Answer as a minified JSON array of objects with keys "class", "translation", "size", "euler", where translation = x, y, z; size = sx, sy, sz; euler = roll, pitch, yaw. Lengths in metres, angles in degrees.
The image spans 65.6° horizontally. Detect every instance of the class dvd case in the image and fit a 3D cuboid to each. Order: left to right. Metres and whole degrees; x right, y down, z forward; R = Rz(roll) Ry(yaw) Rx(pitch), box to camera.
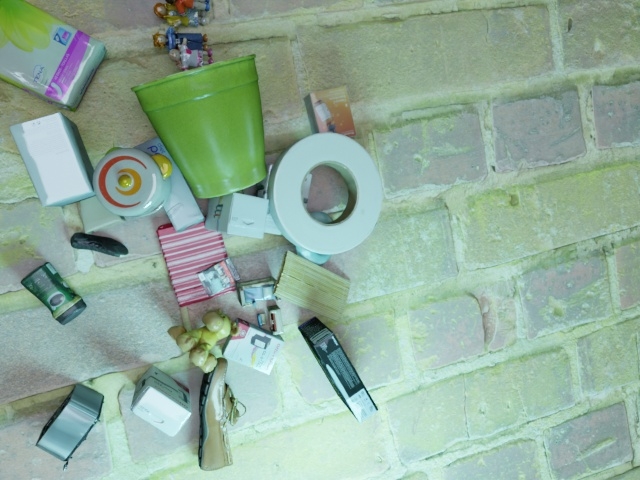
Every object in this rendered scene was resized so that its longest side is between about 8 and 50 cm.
[{"class":"dvd case","translation":[-0.333,0.120,1.633],"size":[0.119,0.013,0.087],"euler":[-30,103,-15]}]

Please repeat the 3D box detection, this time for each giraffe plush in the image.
[{"class":"giraffe plush","translation":[-0.354,0.300,1.583],"size":[0.170,0.210,0.181],"euler":[-43,79,-14]}]

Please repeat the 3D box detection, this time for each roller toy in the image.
[{"class":"roller toy","translation":[-0.532,-0.163,1.415],"size":[0.209,0.146,0.191],"euler":[11,92,-3]}]

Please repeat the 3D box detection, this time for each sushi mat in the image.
[{"class":"sushi mat","translation":[-0.021,0.160,1.673],"size":[0.316,0.019,0.152],"euler":[29,72,-38]}]

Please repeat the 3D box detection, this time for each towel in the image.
[{"class":"towel","translation":[-0.403,0.063,1.627],"size":[0.198,0.031,0.275],"euler":[-16,100,-16]}]

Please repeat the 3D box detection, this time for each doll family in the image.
[{"class":"doll family","translation":[-0.434,-0.646,1.535],"size":[0.163,0.118,0.263],"euler":[-7,100,-32]}]

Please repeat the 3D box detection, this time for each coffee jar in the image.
[{"class":"coffee jar","translation":[-0.800,0.162,1.500],"size":[0.096,0.079,0.184],"euler":[-40,102,-13]}]

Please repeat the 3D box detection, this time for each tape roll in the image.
[{"class":"tape roll","translation":[0.021,-0.149,1.604],"size":[0.391,0.072,0.393],"euler":[-1,94,-25]}]

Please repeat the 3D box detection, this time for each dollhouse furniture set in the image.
[{"class":"dollhouse furniture set","translation":[-0.197,0.227,1.643],"size":[0.129,0.129,0.184],"euler":[-9,96,-14]}]

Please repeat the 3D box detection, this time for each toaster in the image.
[{"class":"toaster","translation":[-0.744,0.548,1.489],"size":[0.110,0.185,0.168],"euler":[38,85,-19]}]

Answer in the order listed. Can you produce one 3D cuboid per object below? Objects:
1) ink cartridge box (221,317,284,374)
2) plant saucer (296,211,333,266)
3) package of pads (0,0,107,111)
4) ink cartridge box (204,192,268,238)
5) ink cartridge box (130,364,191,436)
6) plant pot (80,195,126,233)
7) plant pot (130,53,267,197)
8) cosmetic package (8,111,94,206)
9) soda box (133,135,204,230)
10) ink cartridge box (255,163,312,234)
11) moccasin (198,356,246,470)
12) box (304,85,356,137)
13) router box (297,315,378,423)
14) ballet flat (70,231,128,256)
[{"class":"ink cartridge box","translation":[-0.226,0.356,1.673],"size":[0.175,0.072,0.128],"euler":[26,86,-15]},{"class":"plant saucer","translation":[0.000,0.000,1.682],"size":[0.194,0.037,0.195],"euler":[-11,106,-44]},{"class":"package of pads","translation":[-0.813,-0.535,1.437],"size":[0.296,0.101,0.229],"euler":[26,85,-15]},{"class":"ink cartridge box","translation":[-0.264,-0.082,1.562],"size":[0.128,0.176,0.128],"euler":[9,92,-37]},{"class":"ink cartridge box","translation":[-0.490,0.491,1.536],"size":[0.158,0.218,0.092],"euler":[39,83,-15]},{"class":"plant pot","translation":[-0.668,-0.085,1.506],"size":[0.109,0.109,0.096],"euler":[-23,96,-13]},{"class":"plant pot","translation":[-0.320,-0.327,1.484],"size":[0.366,0.366,0.354],"euler":[-20,111,-13]},{"class":"cosmetic package","translation":[-0.740,-0.219,1.414],"size":[0.138,0.224,0.225],"euler":[-22,99,-13]},{"class":"soda box","translation":[-0.467,-0.172,1.543],"size":[0.098,0.091,0.287],"euler":[-27,92,-12]},{"class":"ink cartridge box","translation":[-0.131,-0.129,1.640],"size":[0.160,0.092,0.220],"euler":[10,91,-31]},{"class":"moccasin","translation":[-0.322,0.569,1.628],"size":[0.146,0.139,0.381],"euler":[1,94,-16]},{"class":"box","translation":[0.033,-0.418,1.680],"size":[0.129,0.091,0.171],"euler":[-16,98,-14]},{"class":"router box","translation":[0.052,0.424,1.667],"size":[0.080,0.243,0.309],"euler":[-31,102,-11]},{"class":"ballet flat","translation":[-0.685,0.018,1.546],"size":[0.173,0.058,0.049],"euler":[18,130,-15]}]
